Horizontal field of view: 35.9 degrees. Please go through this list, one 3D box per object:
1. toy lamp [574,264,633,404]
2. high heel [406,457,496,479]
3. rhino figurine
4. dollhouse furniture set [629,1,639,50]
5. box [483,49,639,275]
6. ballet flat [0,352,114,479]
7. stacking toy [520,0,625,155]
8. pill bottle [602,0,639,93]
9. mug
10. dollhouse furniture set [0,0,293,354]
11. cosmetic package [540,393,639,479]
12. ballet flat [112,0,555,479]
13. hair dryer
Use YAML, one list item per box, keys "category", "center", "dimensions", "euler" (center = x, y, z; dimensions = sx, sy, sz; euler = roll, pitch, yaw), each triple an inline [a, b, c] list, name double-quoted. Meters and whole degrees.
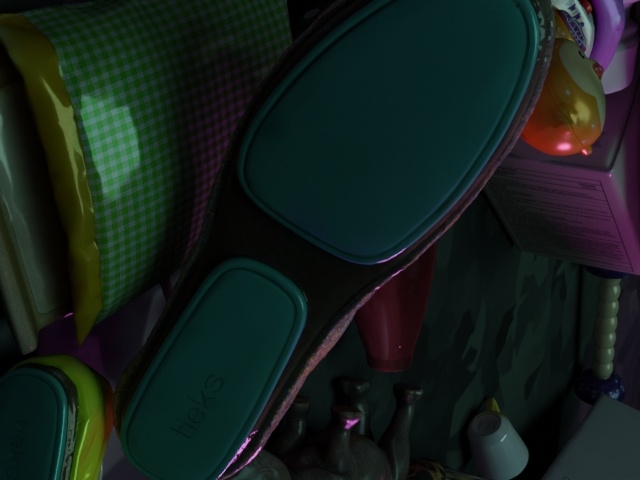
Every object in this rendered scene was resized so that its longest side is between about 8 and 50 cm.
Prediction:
- category: "toy lamp"
  center: [0.382, 0.093, 1.323]
  dimensions: [0.080, 0.080, 0.275]
  euler: [-37, 135, -46]
- category: "high heel"
  center: [0.167, 0.248, 0.902]
  dimensions: [0.261, 0.186, 0.093]
  euler: [56, 33, -63]
- category: "rhino figurine"
  center: [-0.005, 0.171, 0.736]
  dimensions: [0.243, 0.073, 0.106]
  euler: [-3, 101, -56]
- category: "dollhouse furniture set"
  center: [0.402, -0.377, 1.007]
  dimensions: [0.152, 0.201, 0.374]
  euler: [-32, 121, -48]
- category: "box"
  center: [0.251, -0.077, 0.972]
  dimensions: [0.232, 0.148, 0.127]
  euler: [47, 61, -55]
- category: "ballet flat"
  center: [-0.153, 0.172, 0.505]
  dimensions: [0.077, 0.077, 0.231]
  euler: [33, 71, -75]
- category: "stacking toy"
  center: [0.101, -0.128, 0.547]
  dimensions: [0.175, 0.165, 0.302]
  euler: [56, 14, -27]
- category: "pill bottle"
  center: [0.191, -0.282, 0.766]
  dimensions: [0.176, 0.176, 0.318]
  euler: [-32, 128, -49]
- category: "mug"
  center: [0.187, 0.217, 1.090]
  dimensions: [0.062, 0.078, 0.064]
  euler: [-32, 126, -7]
- category: "dollhouse furniture set"
  center: [-0.060, -0.089, 0.426]
  dimensions: [0.197, 0.151, 0.301]
  euler: [-30, 127, -33]
- category: "cosmetic package"
  center: [0.308, 0.393, 1.179]
  dimensions: [0.453, 0.161, 0.230]
  euler: [-27, 137, -55]
- category: "ballet flat"
  center: [-0.006, -0.012, 0.484]
  dimensions: [0.316, 0.107, 0.106]
  euler: [-51, -176, 24]
- category: "hair dryer"
  center: [0.000, 0.000, 0.695]
  dimensions: [0.223, 0.080, 0.293]
  euler: [-55, 135, -15]
